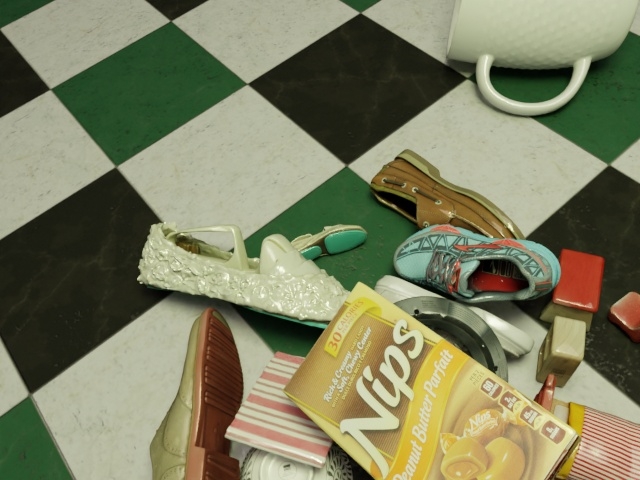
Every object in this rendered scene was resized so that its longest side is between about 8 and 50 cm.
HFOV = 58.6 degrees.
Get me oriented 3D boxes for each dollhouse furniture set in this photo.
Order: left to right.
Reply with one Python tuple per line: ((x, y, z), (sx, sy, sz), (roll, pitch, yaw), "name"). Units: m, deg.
((0.407, 0.180, 0.791), (0.201, 0.152, 0.374), (14, 60, 17), "dollhouse furniture set")

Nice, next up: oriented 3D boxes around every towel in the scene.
((-0.033, 0.242, 0.834), (0.144, 0.029, 0.197), (12, 29, 15), "towel")

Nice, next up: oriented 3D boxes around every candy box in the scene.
((0.124, 0.212, 0.704), (0.316, 0.087, 0.183), (34, 87, 34), "candy box")

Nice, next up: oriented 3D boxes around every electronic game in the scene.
((0.154, 0.195, 0.826), (0.229, 0.048, 0.230), (0, 90, 6), "electronic game")

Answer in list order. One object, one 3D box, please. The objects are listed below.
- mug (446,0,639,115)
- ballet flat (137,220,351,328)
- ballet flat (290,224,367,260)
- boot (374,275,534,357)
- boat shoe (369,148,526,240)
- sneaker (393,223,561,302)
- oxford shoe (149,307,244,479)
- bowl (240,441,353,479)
((0.438, -0.440, 1.159), (0.327, 0.276, 0.375), (11, 89, 6), "mug")
((-0.126, 0.045, 0.940), (0.408, 0.147, 0.147), (10, 58, 18), "ballet flat")
((0.000, 0.000, 1.029), (0.168, 0.057, 0.052), (-20, 46, -6), "ballet flat")
((0.186, 0.157, 0.889), (0.258, 0.095, 0.124), (20, 74, 23), "boot")
((0.213, -0.042, 1.003), (0.104, 0.111, 0.307), (-38, 50, -13), "boat shoe")
((0.220, 0.037, 0.874), (0.261, 0.104, 0.125), (3, 14, 33), "sneaker")
((-0.197, 0.258, 0.848), (0.130, 0.123, 0.349), (-19, 45, 17), "oxford shoe")
((-0.042, 0.331, 0.798), (0.169, 0.080, 0.170), (-4, 56, 6), "bowl")
